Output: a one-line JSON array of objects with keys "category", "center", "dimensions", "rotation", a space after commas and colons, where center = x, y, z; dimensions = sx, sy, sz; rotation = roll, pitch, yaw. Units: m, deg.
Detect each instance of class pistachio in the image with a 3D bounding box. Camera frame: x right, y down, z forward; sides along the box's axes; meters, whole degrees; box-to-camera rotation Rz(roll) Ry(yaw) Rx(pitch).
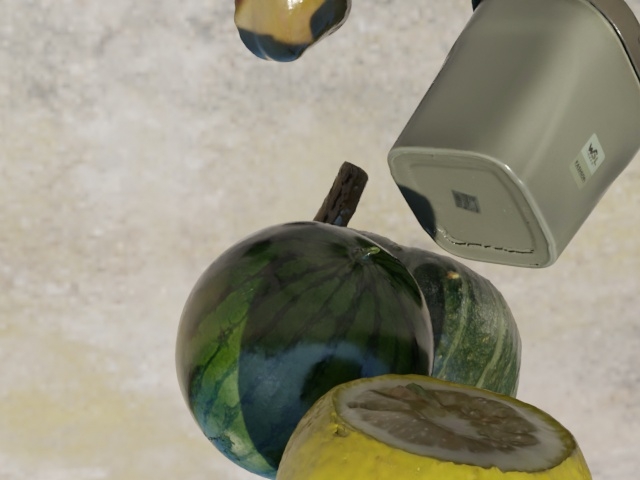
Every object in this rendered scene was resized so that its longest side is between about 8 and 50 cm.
[{"category": "pistachio", "center": [-0.033, -0.333, 2.019], "dimensions": [0.165, 0.131, 0.210], "rotation": [8, 126, -31]}]

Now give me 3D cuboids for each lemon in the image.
[{"category": "lemon", "center": [0.079, 0.227, 1.116], "dimensions": [0.240, 0.219, 0.240], "rotation": [8, -167, -2]}]

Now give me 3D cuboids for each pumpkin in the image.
[{"category": "pumpkin", "center": [0.047, 0.135, 1.663], "dimensions": [0.327, 0.257, 0.291], "rotation": [9, 152, 29]}]

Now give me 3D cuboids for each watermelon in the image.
[{"category": "watermelon", "center": [-0.015, 0.101, 1.399], "dimensions": [0.242, 0.242, 0.242], "rotation": [-5, 162, -1]}]

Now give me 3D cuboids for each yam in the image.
[{"category": "yam", "center": [0.000, 0.000, 2.108], "dimensions": [0.056, 0.241, 0.057], "rotation": [25, 168, 6]}]

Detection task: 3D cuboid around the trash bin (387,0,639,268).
[{"category": "trash bin", "center": [0.210, -0.120, 1.556], "dimensions": [0.219, 0.250, 0.220], "rotation": [7, 141, 45]}]
